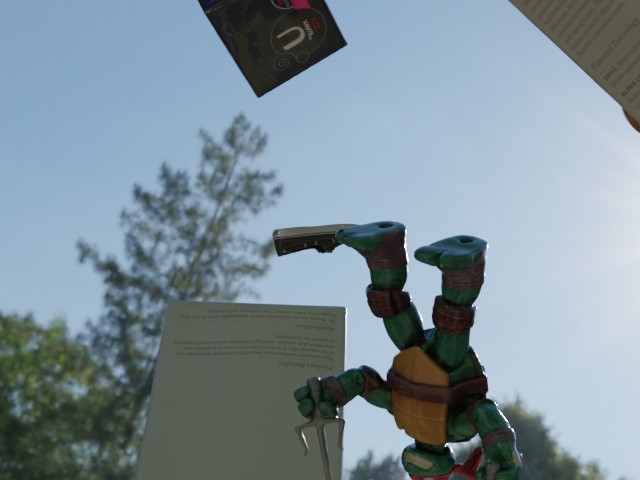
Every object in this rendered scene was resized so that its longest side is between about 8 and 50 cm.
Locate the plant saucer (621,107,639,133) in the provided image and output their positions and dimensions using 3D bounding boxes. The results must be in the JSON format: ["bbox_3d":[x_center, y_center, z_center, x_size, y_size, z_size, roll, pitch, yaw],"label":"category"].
[{"bbox_3d":[0.489,-0.202,1.443,0.200,0.037,0.200,-11,-41,-10],"label":"plant saucer"}]

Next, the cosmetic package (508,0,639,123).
[{"bbox_3d":[0.197,-0.167,0.695,0.231,0.117,0.085,45,-28,8],"label":"cosmetic package"}]

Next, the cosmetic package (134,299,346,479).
[{"bbox_3d":[-0.080,0.254,1.182,0.217,0.385,0.156,3,-43,3],"label":"cosmetic package"}]

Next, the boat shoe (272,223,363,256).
[{"bbox_3d":[0.000,0.000,1.608,0.142,0.040,0.049,-4,-6,-15],"label":"boat shoe"}]

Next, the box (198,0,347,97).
[{"bbox_3d":[-0.095,-0.348,1.468,0.143,0.270,0.165,-30,-42,4],"label":"box"}]

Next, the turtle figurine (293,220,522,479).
[{"bbox_3d":[0.070,0.108,0.813,0.175,0.118,0.234,4,-73,25],"label":"turtle figurine"}]
